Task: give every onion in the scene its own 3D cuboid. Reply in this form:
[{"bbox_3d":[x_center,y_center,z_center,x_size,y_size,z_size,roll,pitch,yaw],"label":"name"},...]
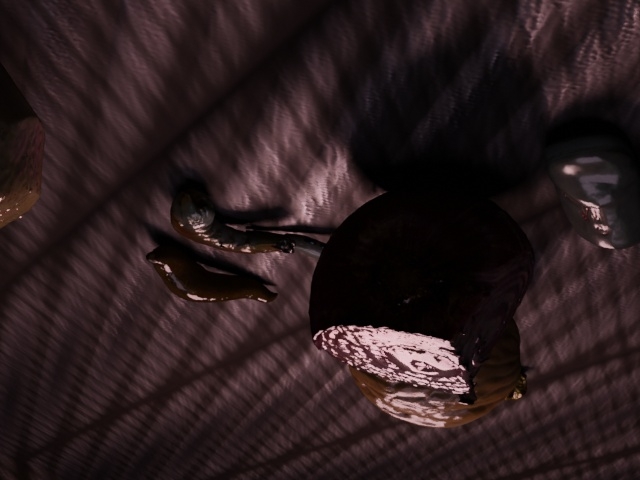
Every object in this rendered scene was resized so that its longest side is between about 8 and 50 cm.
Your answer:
[{"bbox_3d":[0.123,0.047,1.463,0.256,0.230,0.272,17,166,-2],"label":"onion"}]

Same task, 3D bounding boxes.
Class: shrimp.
[{"bbox_3d":[-0.115,-0.015,1.584,0.166,0.049,0.161,14,161,5],"label":"shrimp"}]

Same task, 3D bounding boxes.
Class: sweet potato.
[{"bbox_3d":[-0.170,0.062,1.778,0.249,0.059,0.069,24,113,-38],"label":"sweet potato"}]

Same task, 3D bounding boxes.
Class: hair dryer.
[{"bbox_3d":[0.015,-0.006,1.617,0.199,0.067,0.167,27,143,-10],"label":"hair dryer"}]

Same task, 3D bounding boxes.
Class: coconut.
[{"bbox_3d":[-0.412,-0.107,1.268,0.236,0.237,0.197,13,159,-15],"label":"coconut"}]

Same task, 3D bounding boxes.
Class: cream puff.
[{"bbox_3d":[0.317,0.244,2.086,0.083,0.083,0.058,18,116,1],"label":"cream puff"}]

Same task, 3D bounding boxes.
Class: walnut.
[{"bbox_3d":[0.161,0.157,1.742,0.260,0.225,0.225,6,157,-2],"label":"walnut"}]

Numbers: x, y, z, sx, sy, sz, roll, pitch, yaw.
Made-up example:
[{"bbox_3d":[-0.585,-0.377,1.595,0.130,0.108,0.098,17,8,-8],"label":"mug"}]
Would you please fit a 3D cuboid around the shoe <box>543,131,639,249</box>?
[{"bbox_3d":[0.326,-0.037,1.384,0.103,0.100,0.251,-6,156,28],"label":"shoe"}]
